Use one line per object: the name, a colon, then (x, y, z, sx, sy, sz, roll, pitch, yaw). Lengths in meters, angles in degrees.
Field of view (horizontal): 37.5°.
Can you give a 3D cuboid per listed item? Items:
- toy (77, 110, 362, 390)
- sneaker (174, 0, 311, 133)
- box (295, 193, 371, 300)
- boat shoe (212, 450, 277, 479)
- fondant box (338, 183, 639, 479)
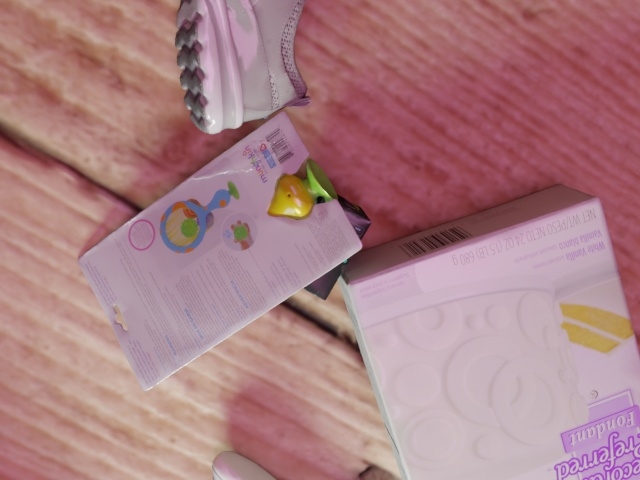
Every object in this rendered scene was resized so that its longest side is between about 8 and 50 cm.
toy: (-0.084, 0.012, 0.821, 0.237, 0.056, 0.137, -35, 76, 19)
sneaker: (-0.062, -0.233, 0.772, 0.115, 0.105, 0.281, -10, 113, -23)
box: (0.000, 0.000, 0.848, 0.052, 0.062, 0.083, 28, 99, -14)
boat shoe: (-0.048, 0.277, 0.921, 0.063, 0.066, 0.184, -44, 117, 3)
fondant box: (0.176, 0.141, 0.887, 0.238, 0.096, 0.330, -19, 104, -4)
